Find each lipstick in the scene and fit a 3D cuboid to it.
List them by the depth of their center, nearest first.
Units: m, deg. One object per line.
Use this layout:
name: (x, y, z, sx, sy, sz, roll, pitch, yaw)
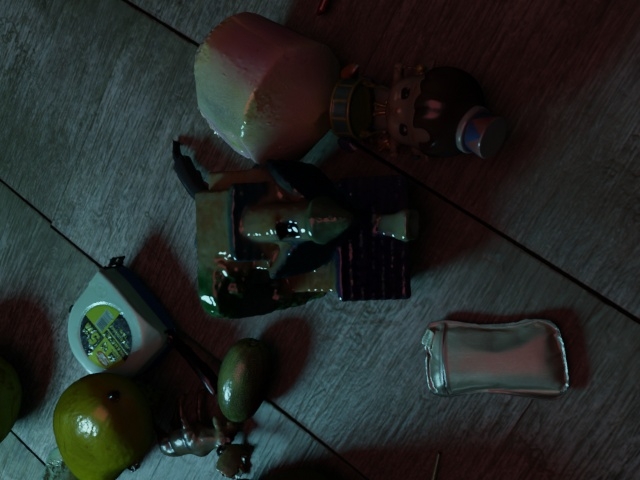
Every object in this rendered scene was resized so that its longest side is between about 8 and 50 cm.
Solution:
lipstick: (0.023, -0.447, 1.294, 0.030, 0.030, 0.129, 30, 107, 23)

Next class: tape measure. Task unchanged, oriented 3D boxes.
tape measure: (-0.356, 0.223, 1.504, 0.351, 0.098, 0.215, 47, 111, 14)

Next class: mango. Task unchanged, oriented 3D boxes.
mango: (-0.437, 0.371, 1.480, 0.195, 0.142, 0.331, 43, 133, -1)

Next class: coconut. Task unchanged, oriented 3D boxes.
coconut: (-0.082, -0.244, 1.268, 0.245, 0.233, 0.233, 38, 110, 28)

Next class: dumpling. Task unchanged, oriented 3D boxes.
dumpling: (-0.546, 0.555, 1.617, 0.153, 0.108, 0.219, -2, 95, 28)

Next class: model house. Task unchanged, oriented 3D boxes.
model house: (0.000, 0.000, 1.182, 0.280, 0.312, 0.245, 0, 91, 30)

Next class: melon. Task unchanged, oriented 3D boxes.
melon: (-0.141, 0.259, 1.389, 0.099, 0.099, 0.162, 21, 105, 25)

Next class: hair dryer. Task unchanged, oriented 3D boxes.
hair dryer: (-0.204, -0.125, 1.413, 0.272, 0.091, 0.235, 44, 102, 22)

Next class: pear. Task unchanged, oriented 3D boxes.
pear: (-0.806, 0.355, 1.653, 0.284, 0.283, 0.283, 2, 94, 28)

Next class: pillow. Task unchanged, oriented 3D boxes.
pillow: (0.274, 0.189, 1.202, 0.233, 0.038, 0.130, -6, 88, 27)

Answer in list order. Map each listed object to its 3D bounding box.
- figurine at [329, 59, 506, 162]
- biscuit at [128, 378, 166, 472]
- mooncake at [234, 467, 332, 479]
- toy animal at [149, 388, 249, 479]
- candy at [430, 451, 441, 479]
figurine: (0.153, -0.198, 1.171, 0.276, 0.158, 0.161, 5, 105, 28)
biscuit: (-0.409, 0.372, 1.584, 0.144, 0.016, 0.203, 28, 107, 23)
mooncake: (-0.075, 0.638, 1.289, 0.467, 0.262, 0.467, 3, 97, 24)
toy animal: (-0.227, 0.385, 1.458, 0.214, 0.094, 0.186, -23, 78, 34)
candy: (0.180, 0.456, 1.271, 0.060, 0.060, 0.201, 12, 90, 26)
